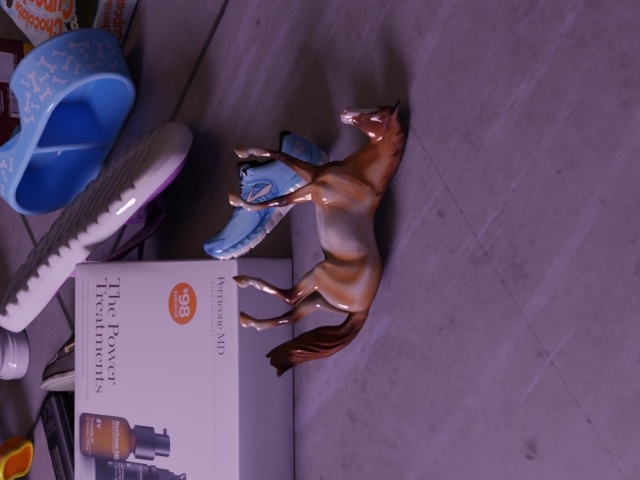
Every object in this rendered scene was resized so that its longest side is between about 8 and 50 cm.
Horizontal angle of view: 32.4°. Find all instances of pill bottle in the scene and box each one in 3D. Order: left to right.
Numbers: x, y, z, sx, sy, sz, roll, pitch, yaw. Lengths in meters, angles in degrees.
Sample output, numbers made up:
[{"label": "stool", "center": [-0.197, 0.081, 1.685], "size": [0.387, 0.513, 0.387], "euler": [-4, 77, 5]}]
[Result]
[{"label": "pill bottle", "center": [-0.551, 0.177, 1.702], "size": [0.108, 0.180, 0.108], "euler": [-2, 87, 51]}]

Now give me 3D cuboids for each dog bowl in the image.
[{"label": "dog bowl", "center": [-0.350, -0.148, 1.486], "size": [0.074, 0.166, 0.297], "euler": [53, 129, 22]}]

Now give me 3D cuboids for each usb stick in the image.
[{"label": "usb stick", "center": [-0.342, 0.343, 1.546], "size": [0.077, 0.045, 0.278], "euler": [-53, 50, 45]}]

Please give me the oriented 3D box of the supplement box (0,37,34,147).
[{"label": "supplement box", "center": [-0.553, -0.209, 1.705], "size": [0.129, 0.194, 0.191], "euler": [-18, 75, 50]}]

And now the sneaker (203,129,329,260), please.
[{"label": "sneaker", "center": [-0.068, -0.049, 1.145], "size": [0.162, 0.073, 0.063], "euler": [-47, 14, 1]}]

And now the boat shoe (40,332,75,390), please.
[{"label": "boat shoe", "center": [-0.304, 0.151, 1.480], "size": [0.227, 0.081, 0.069], "euler": [-25, 67, 41]}]

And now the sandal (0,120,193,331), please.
[{"label": "sandal", "center": [-0.273, -0.009, 1.419], "size": [0.416, 0.102, 0.169], "euler": [-37, 28, 34]}]

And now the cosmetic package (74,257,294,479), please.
[{"label": "cosmetic package", "center": [-0.161, 0.209, 1.252], "size": [0.284, 0.097, 0.377], "euler": [-3, 87, 39]}]

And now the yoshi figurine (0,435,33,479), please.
[{"label": "yoshi figurine", "center": [-0.626, 0.370, 1.731], "size": [0.203, 0.362, 0.203], "euler": [-75, -15, -46]}]

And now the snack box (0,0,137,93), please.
[{"label": "snack box", "center": [-0.374, -0.372, 1.573], "size": [0.322, 0.060, 0.187], "euler": [47, 124, 34]}]

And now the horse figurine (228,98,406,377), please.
[{"label": "horse figurine", "center": [0.000, 0.000, 1.074], "size": [0.174, 0.066, 0.263], "euler": [-2, 84, 8]}]
